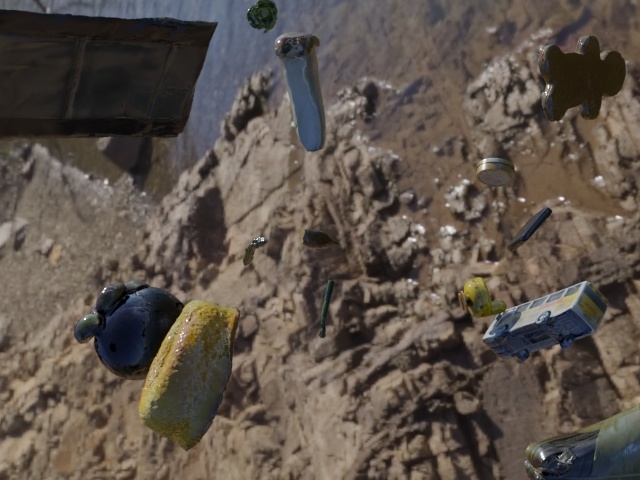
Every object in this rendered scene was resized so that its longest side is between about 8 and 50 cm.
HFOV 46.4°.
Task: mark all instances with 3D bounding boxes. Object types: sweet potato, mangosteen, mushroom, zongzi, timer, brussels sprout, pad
[{"bbox_3d":[0.000,0.000,1.880,0.049,0.117,0.049,-33,51,53],"label":"sweet potato"},{"bbox_3d":[-0.358,0.175,1.469,0.210,0.210,0.210,-25,60,56],"label":"mangosteen"},{"bbox_3d":[-0.026,-0.264,1.321,0.084,0.071,0.209,-5,107,23],"label":"mushroom"},{"bbox_3d":[0.605,0.398,1.563,0.154,0.289,0.317,-123,46,-77],"label":"zongzi"},{"bbox_3d":[0.421,0.148,1.938,0.107,0.109,0.107,-13,-90,-89],"label":"timer"},{"bbox_3d":[-0.139,-0.545,1.800,0.058,0.085,0.085,-50,-24,-78],"label":"brussels sprout"},{"bbox_3d":[-0.232,-0.163,0.758,0.022,0.233,0.174,65,146,28],"label":"pad"}]

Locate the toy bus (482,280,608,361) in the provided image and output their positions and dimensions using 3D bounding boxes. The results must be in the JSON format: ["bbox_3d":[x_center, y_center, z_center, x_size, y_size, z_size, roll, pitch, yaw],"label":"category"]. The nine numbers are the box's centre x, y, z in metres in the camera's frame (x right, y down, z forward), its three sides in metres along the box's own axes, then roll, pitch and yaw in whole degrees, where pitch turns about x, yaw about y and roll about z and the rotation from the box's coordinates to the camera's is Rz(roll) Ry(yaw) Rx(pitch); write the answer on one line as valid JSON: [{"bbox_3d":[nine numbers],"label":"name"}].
[{"bbox_3d":[0.544,0.203,1.841,0.138,0.097,0.342,-52,7,-29],"label":"toy bus"}]

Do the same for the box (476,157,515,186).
[{"bbox_3d":[0.483,-0.187,2.060,0.105,0.105,0.037,-24,49,56],"label":"box"}]

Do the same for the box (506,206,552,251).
[{"bbox_3d":[0.554,-0.025,1.984,0.125,0.027,0.126,-46,-5,-17],"label":"box"}]

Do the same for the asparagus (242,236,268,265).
[{"bbox_3d":[-0.162,0.022,1.794,0.027,0.034,0.236,-50,2,-21],"label":"asparagus"}]

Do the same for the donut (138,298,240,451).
[{"bbox_3d":[-0.165,0.156,0.918,0.174,0.075,0.190,-47,26,52],"label":"donut"}]

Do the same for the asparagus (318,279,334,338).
[{"bbox_3d":[0.012,0.147,1.600,0.015,0.018,0.127,108,173,-76],"label":"asparagus"}]

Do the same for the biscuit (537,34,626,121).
[{"bbox_3d":[0.611,-0.378,1.745,0.049,0.301,0.196,18,120,52],"label":"biscuit"}]
